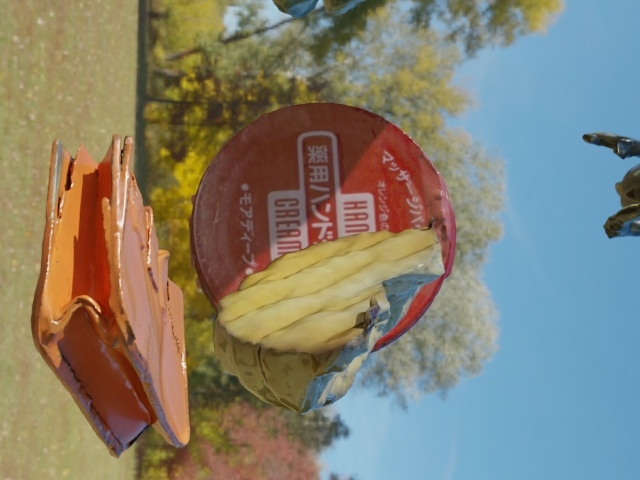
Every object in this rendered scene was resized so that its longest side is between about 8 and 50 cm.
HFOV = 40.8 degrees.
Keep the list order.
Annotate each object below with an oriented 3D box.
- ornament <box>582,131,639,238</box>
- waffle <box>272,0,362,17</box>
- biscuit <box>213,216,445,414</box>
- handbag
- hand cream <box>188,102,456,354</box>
[{"bbox_3d":[0.279,-0.042,0.693,0.202,0.236,0.080,12,-80,51],"label":"ornament"},{"bbox_3d":[0.097,-0.258,0.590,0.292,0.309,0.056,107,-39,-76],"label":"waffle"},{"bbox_3d":[0.006,0.043,0.485,0.183,0.118,0.061,-42,122,-58],"label":"biscuit"},{"bbox_3d":[-0.263,0.091,1.134,0.410,0.116,0.303,88,-5,-57],"label":"handbag"},{"bbox_3d":[0.000,0.000,0.658,0.125,0.193,0.193,110,-19,-84],"label":"hand cream"}]
